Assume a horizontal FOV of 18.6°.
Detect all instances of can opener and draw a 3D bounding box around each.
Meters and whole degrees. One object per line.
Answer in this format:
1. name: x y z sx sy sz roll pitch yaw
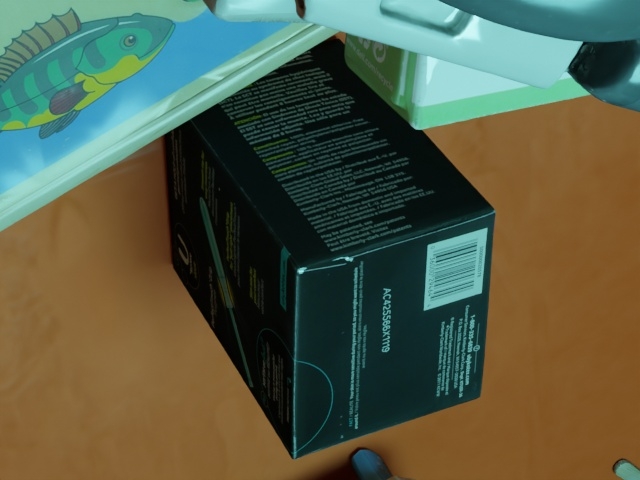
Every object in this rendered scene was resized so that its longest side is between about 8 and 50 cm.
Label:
1. can opener: 0.116 -0.060 0.577 0.283 0.095 0.076 12 118 -38

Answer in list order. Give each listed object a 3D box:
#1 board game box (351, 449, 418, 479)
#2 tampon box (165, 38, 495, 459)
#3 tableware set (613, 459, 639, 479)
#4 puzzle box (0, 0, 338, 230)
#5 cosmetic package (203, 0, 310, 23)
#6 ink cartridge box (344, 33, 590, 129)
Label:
1. board game box: -0.085 0.344 1.242 0.390 0.050 0.390 -25 133 -11
2. tampon box: 0.000 0.000 0.948 0.101 0.161 0.120 -16 132 -20
3. tableware set: 0.226 0.234 1.343 0.128 0.039 0.194 -49 133 11
4. puzzle box: -0.117 -0.154 0.838 0.409 0.052 0.272 -32 133 -5
5. cosmetic package: 0.026 -0.283 0.640 0.156 0.217 0.385 -4 127 -28
6. ink cartridge box: 0.102 -0.156 0.597 0.171 0.056 0.235 -12 128 -24
